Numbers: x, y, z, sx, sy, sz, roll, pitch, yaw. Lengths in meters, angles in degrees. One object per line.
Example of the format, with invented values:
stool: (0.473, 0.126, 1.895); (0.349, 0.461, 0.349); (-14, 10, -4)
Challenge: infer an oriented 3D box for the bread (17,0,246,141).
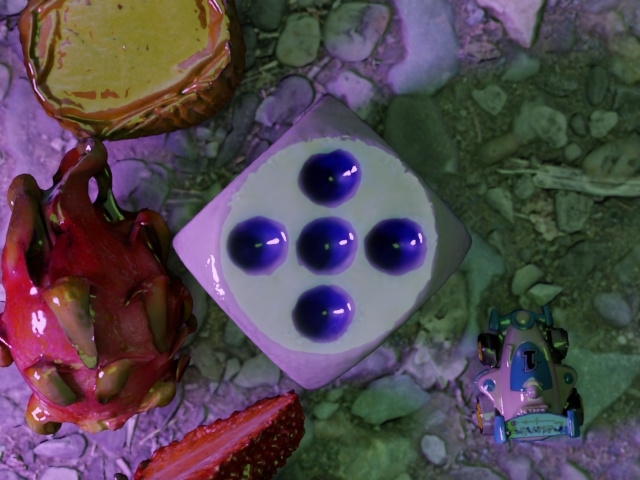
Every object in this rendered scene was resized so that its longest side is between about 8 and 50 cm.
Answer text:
bread: (-0.216, -0.233, 1.724); (0.253, 0.142, 0.227); (-19, 88, -2)

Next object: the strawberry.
strawberry: (-0.133, 0.282, 1.703); (0.286, 0.188, 0.106); (-26, 101, -7)

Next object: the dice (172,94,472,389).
dice: (0.000, 0.000, 1.660); (0.251, 0.259, 0.243); (-42, 91, 0)

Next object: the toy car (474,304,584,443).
toy car: (0.246, 0.159, 1.734); (0.126, 0.098, 0.161); (-3, 91, -1)

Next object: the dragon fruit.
dragon fruit: (-0.267, 0.061, 1.690); (0.227, 0.243, 0.307); (-7, 59, 7)
